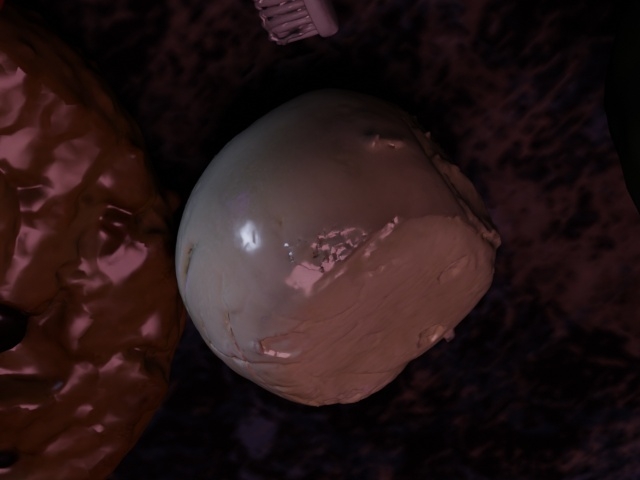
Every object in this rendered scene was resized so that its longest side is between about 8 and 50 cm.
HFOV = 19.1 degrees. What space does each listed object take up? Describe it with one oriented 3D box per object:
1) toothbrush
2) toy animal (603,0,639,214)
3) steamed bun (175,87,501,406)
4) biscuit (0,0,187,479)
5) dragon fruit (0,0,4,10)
[{"bbox_3d":[-0.050,-0.177,0.594,0.025,0.019,0.276,-15,123,13],"label":"toothbrush"},{"bbox_3d":[0.240,-0.094,0.569,0.338,0.216,0.191,-30,160,8],"label":"toy animal"},{"bbox_3d":[0.000,0.000,0.699,0.112,0.091,0.130,-40,155,4],"label":"steamed bun"},{"bbox_3d":[-0.186,0.022,0.707,0.295,0.075,0.296,-5,128,-7],"label":"biscuit"},{"bbox_3d":[-0.169,-0.141,0.467,0.233,0.293,0.234,0,84,-4],"label":"dragon fruit"}]
